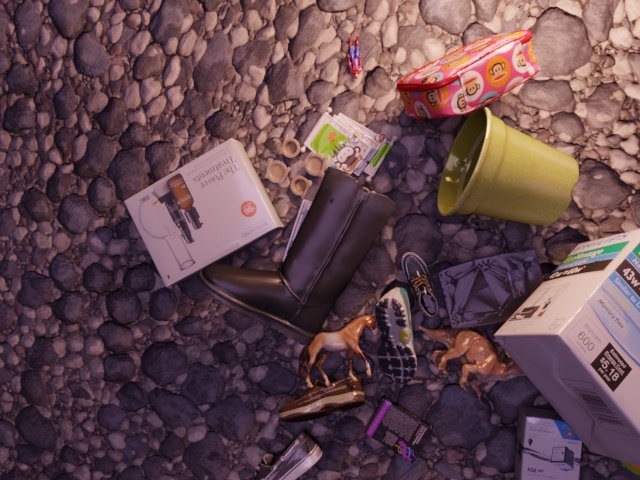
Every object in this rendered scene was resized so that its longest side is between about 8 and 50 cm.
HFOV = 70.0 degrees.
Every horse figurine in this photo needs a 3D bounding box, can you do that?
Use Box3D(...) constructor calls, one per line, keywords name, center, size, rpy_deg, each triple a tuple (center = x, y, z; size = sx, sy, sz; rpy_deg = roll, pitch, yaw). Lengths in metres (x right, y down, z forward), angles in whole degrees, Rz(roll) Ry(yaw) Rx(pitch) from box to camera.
Box3D(name="horse figurine", center=(0.039, 0.308, 1.263), size=(0.263, 0.066, 0.174), rpy_deg=(-18, 58, 19))

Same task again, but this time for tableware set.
Box3D(name="tableware set", center=(-0.072, -0.207, 1.302), size=(0.168, 0.020, 0.141), rpy_deg=(32, 105, 8))

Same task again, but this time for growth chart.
Box3D(name="growth chart", center=(0.073, -0.263, 1.285), size=(0.237, 0.021, 0.172), rpy_deg=(28, 97, 9))

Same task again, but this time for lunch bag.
Box3D(name="lunch bag", center=(0.346, -0.401, 1.125), size=(0.293, 0.258, 0.120), rpy_deg=(-29, 113, -6))

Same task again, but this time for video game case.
Box3D(name="video game case", center=(0.000, 0.000, 1.302), size=(0.173, 0.022, 0.190), rpy_deg=(20, 94, 9))

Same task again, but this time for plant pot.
Box3D(name="plant pot", center=(0.458, -0.154, 1.115), size=(0.254, 0.276, 0.276), rpy_deg=(17, 94, -3))

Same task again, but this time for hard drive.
Box3D(name="hard drive", center=(0.450, 0.127, 1.203), size=(0.254, 0.054, 0.172), rpy_deg=(-14, 86, 8))

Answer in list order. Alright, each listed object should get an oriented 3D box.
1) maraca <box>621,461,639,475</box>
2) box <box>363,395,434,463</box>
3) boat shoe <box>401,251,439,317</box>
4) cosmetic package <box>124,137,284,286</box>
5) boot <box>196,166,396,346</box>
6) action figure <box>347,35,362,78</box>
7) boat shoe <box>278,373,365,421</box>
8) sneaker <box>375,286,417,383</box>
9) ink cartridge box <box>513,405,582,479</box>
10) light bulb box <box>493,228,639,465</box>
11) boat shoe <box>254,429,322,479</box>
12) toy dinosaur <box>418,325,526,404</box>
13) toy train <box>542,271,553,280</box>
Box3D(name="maraca", center=(0.787, 0.483, 1.137), size=(0.127, 0.099, 0.186), rpy_deg=(-4, 65, 5))
Box3D(name="box", center=(0.217, 0.525, 1.271), size=(0.162, 0.029, 0.116), rpy_deg=(30, 97, 9))
Box3D(name="boat shoe", center=(0.271, 0.117, 1.224), size=(0.065, 0.083, 0.183), rpy_deg=(-24, 87, 10))
Box3D(name="cosmetic package", center=(-0.337, -0.076, 1.325), size=(0.377, 0.097, 0.284), rpy_deg=(-28, 89, 9))
Box3D(name="boot", center=(-0.060, 0.005, 1.199), size=(0.367, 0.146, 0.445), rpy_deg=(29, 99, -15))
Box3D(name="action figure", center=(0.095, -0.507, 1.272), size=(0.038, 0.030, 0.115), rpy_deg=(-5, 92, 5))
Box3D(name="boat shoe", center=(-0.001, 0.442, 1.290), size=(0.257, 0.095, 0.095), rpy_deg=(-18, 56, 12))
Box3D(name="sneaker", center=(0.217, 0.257, 1.228), size=(0.107, 0.110, 0.275), rpy_deg=(4, 110, 27))
Box3D(name="ink cartridge box", center=(0.585, 0.541, 1.179), size=(0.139, 0.082, 0.191), rpy_deg=(4, 90, 10))
Box3D(name="light bulb box", center=(0.661, 0.224, 1.010), size=(0.361, 0.225, 0.358), rpy_deg=(-40, 89, -17))
Box3D(name="boat shoe", center=(-0.138, 0.658, 1.299), size=(0.301, 0.108, 0.102), rpy_deg=(-41, 84, 6))
Box3D(name="toy dinosaur", center=(0.408, 0.288, 1.192), size=(0.295, 0.127, 0.200), rpy_deg=(38, 87, 24))
Box3D(name="toy train", center=(0.649, 0.107, 1.185), size=(0.158, 0.027, 0.036), rpy_deg=(9, 89, 9))
